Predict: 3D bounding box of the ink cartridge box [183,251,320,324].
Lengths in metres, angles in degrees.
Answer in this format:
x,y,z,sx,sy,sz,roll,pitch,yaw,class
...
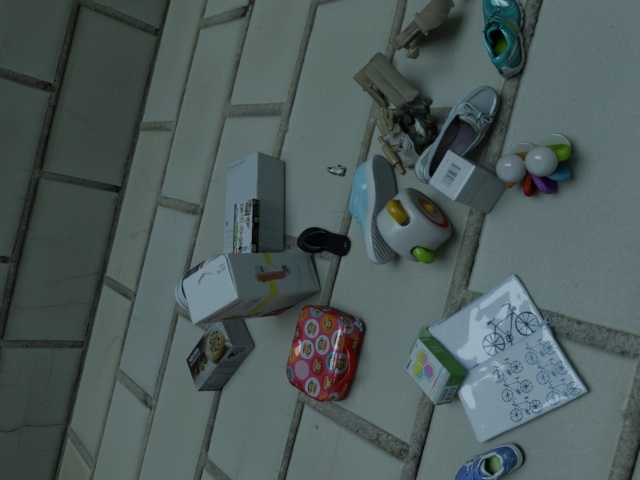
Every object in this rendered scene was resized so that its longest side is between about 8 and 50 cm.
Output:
x,y,z,sx,sy,sz,roll,pitch,yaw,class
-0.239,0.165,1.885,0.279,0.384,0.160,-32,68,38,ink cartridge box

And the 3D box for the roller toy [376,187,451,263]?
x,y,z,sx,sy,sz,roll,pitch,yaw,class
0.270,-0.051,1.541,0.209,0.191,0.146,40,118,-4,roller toy

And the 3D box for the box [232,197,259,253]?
x,y,z,sx,sy,sz,roll,pitch,yaw,class
-0.279,-0.046,2.024,0.114,0.036,0.207,-12,72,43,box

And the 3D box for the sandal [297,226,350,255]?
x,y,z,sx,sy,sz,roll,pitch,yaw,class
0.000,-0.001,1.923,0.254,0.054,0.097,4,84,48,sandal

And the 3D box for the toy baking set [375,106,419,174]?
x,y,z,sx,sy,sz,roll,pitch,yaw,class
0.232,-0.298,1.674,0.030,0.197,0.256,-24,68,-7,toy baking set

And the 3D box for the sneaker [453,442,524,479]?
x,y,z,sx,sy,sz,roll,pitch,yaw,class
0.400,0.568,1.338,0.211,0.081,0.080,-51,50,28,sneaker

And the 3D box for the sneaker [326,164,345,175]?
x,y,z,sx,sy,sz,roll,pitch,yaw,class
0.057,-0.257,1.948,0.083,0.032,0.037,22,83,43,sneaker

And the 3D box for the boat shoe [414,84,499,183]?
x,y,z,sx,sy,sz,roll,pitch,yaw,class
0.385,-0.290,1.483,0.320,0.118,0.103,-49,7,2,boat shoe

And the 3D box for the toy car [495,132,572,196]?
x,y,z,sx,sy,sz,roll,pitch,yaw,class
0.538,-0.176,1.341,0.182,0.159,0.136,-11,107,45,toy car

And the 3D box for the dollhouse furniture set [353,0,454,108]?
x,y,z,sx,sy,sz,roll,pitch,yaw,class
0.316,-0.613,1.725,0.355,0.174,0.303,-47,12,-7,dollhouse furniture set

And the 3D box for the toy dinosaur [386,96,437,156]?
x,y,z,sx,sy,sz,roll,pitch,yaw,class
0.308,-0.326,1.630,0.121,0.160,0.314,-30,67,-1,toy dinosaur

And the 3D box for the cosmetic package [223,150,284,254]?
x,y,z,sx,sy,sz,roll,pitch,yaw,class
-0.266,-0.137,2.167,0.217,0.156,0.385,-16,71,42,cosmetic package

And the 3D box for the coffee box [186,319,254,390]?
x,y,z,sx,sy,sz,roll,pitch,yaw,class
-0.416,0.463,2.215,0.297,0.119,0.168,-52,49,25,coffee box

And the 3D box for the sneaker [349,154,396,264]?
x,y,z,sx,sy,sz,roll,pitch,yaw,class
0.163,-0.085,1.729,0.150,0.135,0.366,-26,53,49,sneaker

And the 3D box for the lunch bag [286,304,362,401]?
x,y,z,sx,sy,sz,roll,pitch,yaw,class
0.021,0.371,1.765,0.258,0.120,0.293,16,92,47,lunch bag

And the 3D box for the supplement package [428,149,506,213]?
x,y,z,sx,sy,sz,roll,pitch,yaw,class
0.398,-0.155,1.440,0.105,0.179,0.105,45,113,43,supplement package

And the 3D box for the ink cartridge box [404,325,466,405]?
x,y,z,sx,sy,sz,roll,pitch,yaw,class
0.298,0.339,1.485,0.209,0.062,0.109,50,129,50,ink cartridge box

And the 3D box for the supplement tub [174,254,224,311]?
x,y,z,sx,sy,sz,roll,pitch,yaw,class
-0.480,0.189,2.295,0.272,0.191,0.191,-28,61,39,supplement tub

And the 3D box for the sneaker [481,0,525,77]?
x,y,z,sx,sy,sz,roll,pitch,yaw,class
0.498,-0.587,1.487,0.107,0.110,0.275,-23,64,42,sneaker

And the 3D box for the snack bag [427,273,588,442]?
x,y,z,sx,sy,sz,roll,pitch,yaw,class
0.455,0.295,1.379,0.323,0.037,0.343,-42,53,33,snack bag
